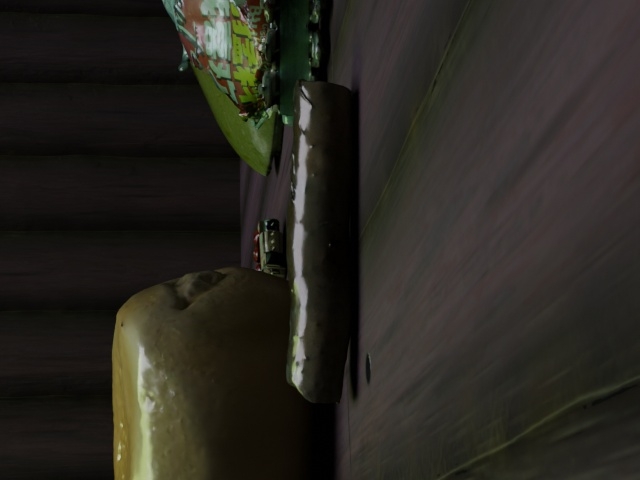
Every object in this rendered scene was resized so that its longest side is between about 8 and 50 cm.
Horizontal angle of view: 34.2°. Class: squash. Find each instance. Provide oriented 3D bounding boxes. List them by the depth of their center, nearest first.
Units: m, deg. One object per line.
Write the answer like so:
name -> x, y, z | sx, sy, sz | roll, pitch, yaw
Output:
squash -> -0.100, -0.270, 1.844 | 0.234, 0.210, 0.309 | -104, -13, -57

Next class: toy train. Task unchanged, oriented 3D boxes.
toy train -> -0.030, -0.239, 1.247 | 0.125, 0.080, 0.194 | -81, -7, -65
toy train -> -0.080, 0.079, 1.709 | 0.085, 0.053, 0.250 | 123, 148, -62

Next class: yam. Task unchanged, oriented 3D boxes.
yam -> 0.000, 0.000, 1.014 | 0.071, 0.067, 0.318 | 2, -90, -85

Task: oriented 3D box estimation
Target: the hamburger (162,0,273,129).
hamburger -> -0.104, -0.318, 1.433 | 0.276, 0.150, 0.261 | 43, 147, 28

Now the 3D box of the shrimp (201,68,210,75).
shrimp -> -0.128, -0.461, 1.662 | 0.272, 0.085, 0.445 | -20, 60, 48

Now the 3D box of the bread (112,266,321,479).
bread -> -0.128, 0.222, 1.268 | 0.348, 0.252, 0.376 | -167, 76, -77
